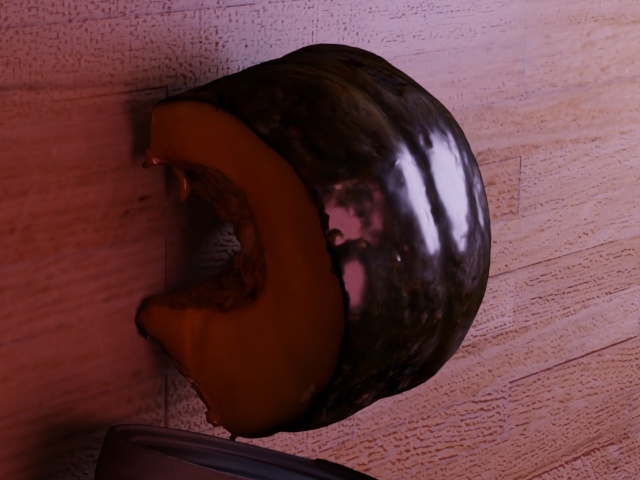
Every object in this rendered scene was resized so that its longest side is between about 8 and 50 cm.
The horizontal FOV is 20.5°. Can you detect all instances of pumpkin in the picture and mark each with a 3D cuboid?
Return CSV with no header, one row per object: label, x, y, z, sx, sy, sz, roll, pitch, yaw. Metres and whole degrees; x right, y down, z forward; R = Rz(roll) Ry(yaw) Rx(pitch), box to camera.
pumpkin,0.000,0.000,1.449,0.225,0.256,0.303,-31,138,-43

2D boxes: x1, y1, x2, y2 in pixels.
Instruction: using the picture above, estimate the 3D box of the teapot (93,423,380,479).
teapot,-0.083,0.320,1.422,0.315,0.233,0.312,15,90,-77
